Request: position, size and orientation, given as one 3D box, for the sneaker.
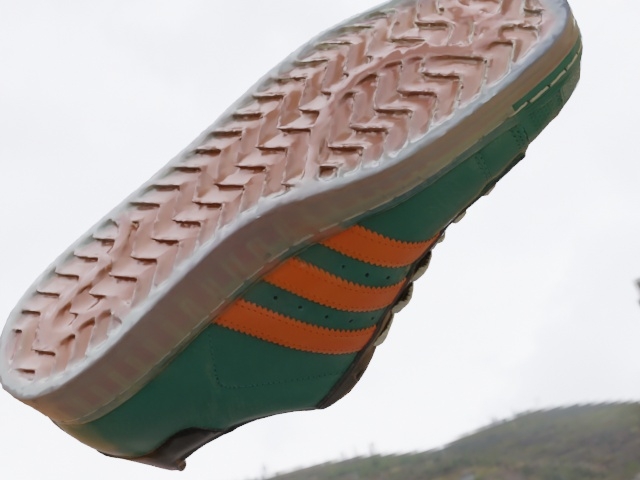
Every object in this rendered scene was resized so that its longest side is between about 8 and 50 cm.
[{"bbox_3d":[0.000,0.000,0.578,0.302,0.108,0.121,-35,-48,12],"label":"sneaker"}]
